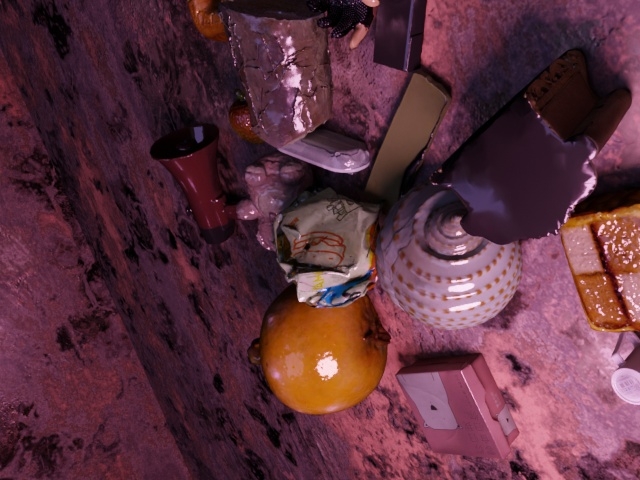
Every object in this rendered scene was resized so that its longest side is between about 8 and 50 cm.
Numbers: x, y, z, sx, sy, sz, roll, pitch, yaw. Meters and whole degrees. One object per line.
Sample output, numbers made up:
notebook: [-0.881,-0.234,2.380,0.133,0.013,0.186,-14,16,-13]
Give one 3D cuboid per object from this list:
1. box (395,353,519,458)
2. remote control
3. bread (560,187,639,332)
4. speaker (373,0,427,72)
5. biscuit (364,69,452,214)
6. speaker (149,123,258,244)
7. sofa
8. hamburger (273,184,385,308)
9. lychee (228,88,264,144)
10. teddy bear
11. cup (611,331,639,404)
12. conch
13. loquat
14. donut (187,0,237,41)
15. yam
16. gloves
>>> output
box: [0.302,0.362,1.334,0.215,0.086,0.215,-22,96,53]
remote control: [0.001,-0.203,1.302,0.247,0.104,0.052,26,132,37]
bread: [0.471,0.035,0.918,0.181,0.096,0.222,-6,109,54]
speaker: [0.144,-0.411,1.049,0.082,0.044,0.218,31,134,34]
biscuit: [0.166,-0.177,1.182,0.099,0.038,0.322,47,142,24]
speaker: [-0.286,-0.153,1.684,0.259,0.198,0.329,-14,124,13]
sofa: [0.328,-0.127,0.911,0.182,0.200,0.258,46,141,1]
hamburger: [-0.008,0.002,1.250,0.276,0.150,0.260,17,83,34]
lychee: [-0.159,-0.295,1.423,0.114,0.114,0.146,20,141,41]
teddy bear: [-0.087,-0.081,1.442,0.236,0.151,0.267,0,112,13]
cup: [0.511,0.196,0.964,0.104,0.116,0.074,56,142,18]
conch: [0.213,0.047,1.138,0.303,0.215,0.319,49,142,33]
loquat: [-0.016,0.249,1.416,0.359,0.328,0.328,-15,103,22]
donut: [-0.204,-0.543,1.315,0.226,0.114,0.226,29,132,38]
yam: [-0.071,-0.339,1.215,0.201,0.202,0.271,29,135,34]
gloves: [0.047,-0.427,1.086,0.129,0.106,0.180,-12,88,19]
